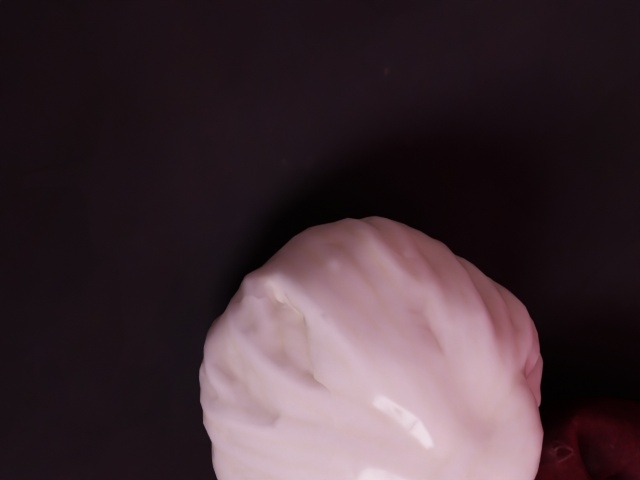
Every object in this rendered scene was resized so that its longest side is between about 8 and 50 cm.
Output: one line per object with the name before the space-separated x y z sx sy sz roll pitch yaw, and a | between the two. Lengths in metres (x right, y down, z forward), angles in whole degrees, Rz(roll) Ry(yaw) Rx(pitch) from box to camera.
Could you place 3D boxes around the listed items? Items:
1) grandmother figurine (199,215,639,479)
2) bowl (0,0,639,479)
grandmother figurine | 0.061 0.129 0.574 0.208 0.104 0.342 -55 135 -29
bowl | 0.000 0.000 0.562 0.391 0.077 0.391 -17 127 -24
